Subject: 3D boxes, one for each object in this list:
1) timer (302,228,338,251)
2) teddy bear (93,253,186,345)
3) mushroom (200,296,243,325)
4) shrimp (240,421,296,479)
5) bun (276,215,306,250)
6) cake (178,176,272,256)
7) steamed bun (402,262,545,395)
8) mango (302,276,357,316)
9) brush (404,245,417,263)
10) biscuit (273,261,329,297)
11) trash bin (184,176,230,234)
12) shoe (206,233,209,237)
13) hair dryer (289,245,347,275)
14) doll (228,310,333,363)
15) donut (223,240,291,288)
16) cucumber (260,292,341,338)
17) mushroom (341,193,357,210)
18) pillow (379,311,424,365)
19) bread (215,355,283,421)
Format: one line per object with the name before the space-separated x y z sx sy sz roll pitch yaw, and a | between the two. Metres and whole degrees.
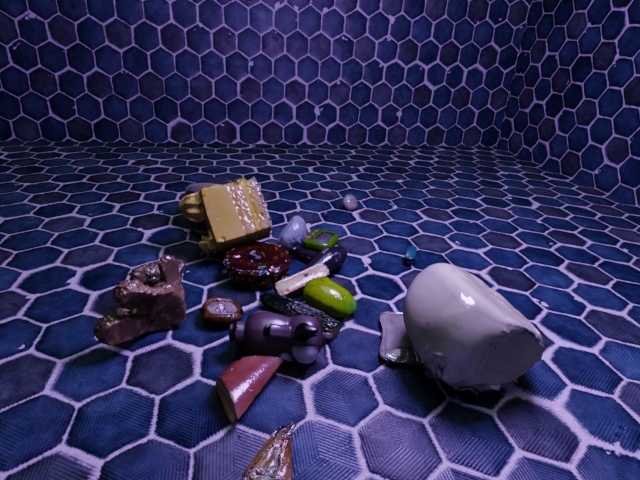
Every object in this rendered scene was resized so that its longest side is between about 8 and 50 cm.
timer | 0.000 0.000 1.704 0.128 0.047 0.140 13 27 22
teddy bear | -0.478 0.134 1.156 0.222 0.246 0.296 41 11 26
mushroom | -0.282 0.208 1.224 0.123 0.052 0.123 10 23 -4
shrimp | -0.089 0.426 0.814 0.091 0.043 0.184 16 34 9
bun | -0.099 -0.019 1.565 0.083 0.141 0.141 34 21 -15
cake | -0.341 -0.083 1.538 0.285 0.228 0.222 -19 -6 -14
steamed bun | 0.352 0.219 1.069 0.333 0.233 0.312 29 16 -25
mango | 0.030 0.171 1.291 0.178 0.100 0.119 23 29 21
brush | 0.353 0.055 1.664 0.043 0.032 0.193 5 13 14
biscuit | -0.061 0.129 1.366 0.188 0.052 0.056 -24 70 -23
trash bin | -0.462 -0.153 1.786 0.182 0.210 0.290 1 20 -3
shoe | -0.376 -0.020 1.677 0.142 0.064 0.071 -6 22 -20
hair dryer | -0.061 0.076 1.541 0.235 0.091 0.271 -30 28 -34
doll | -0.098 0.241 1.080 0.257 0.117 0.182 7 -16 6
donut | -0.213 0.085 1.448 0.234 0.089 0.235 3 26 -2
cucumber | -0.073 0.206 1.241 0.293 0.068 0.067 20 30 32
mushroom | 0.137 -0.183 2.092 0.085 0.085 0.079 -23 -5 -43
pillow | 0.228 0.266 1.186 0.130 0.038 0.233 3 25 5
bread | -0.182 0.323 0.977 0.119 0.067 0.192 13 27 19
